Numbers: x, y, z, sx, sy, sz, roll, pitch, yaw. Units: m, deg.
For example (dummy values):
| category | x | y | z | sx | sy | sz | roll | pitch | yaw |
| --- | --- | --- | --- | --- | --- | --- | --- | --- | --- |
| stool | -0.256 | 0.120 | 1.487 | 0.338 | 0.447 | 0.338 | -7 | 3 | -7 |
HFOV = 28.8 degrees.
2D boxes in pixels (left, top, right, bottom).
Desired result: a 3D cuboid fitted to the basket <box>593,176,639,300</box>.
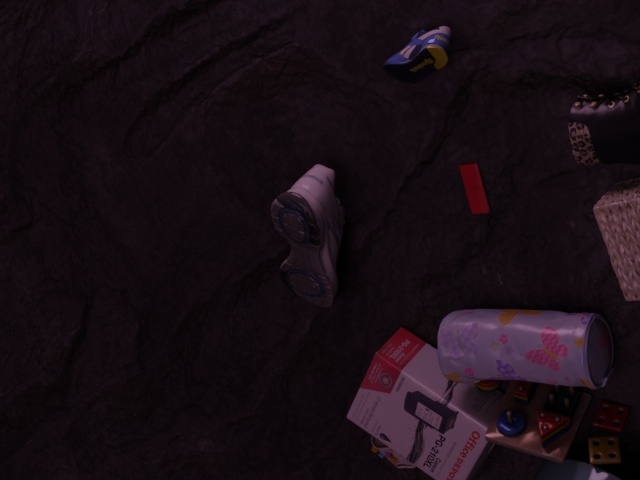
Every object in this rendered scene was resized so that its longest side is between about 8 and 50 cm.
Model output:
| category | x | y | z | sx | sy | sz | roll | pitch | yaw |
| --- | --- | --- | --- | --- | --- | --- | --- | --- | --- |
| basket | 0.467 | -0.004 | 1.750 | 0.103 | 0.113 | 0.167 | -12 | 107 | 40 |

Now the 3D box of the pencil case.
| category | x | y | z | sx | sy | sz | roll | pitch | yaw |
| --- | --- | --- | --- | --- | --- | --- | --- | --- | --- |
| pencil case | 0.317 | 0.171 | 1.948 | 0.273 | 0.113 | 0.124 | -3 | 99 | 34 |

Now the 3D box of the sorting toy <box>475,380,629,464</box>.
| category | x | y | z | sx | sy | sz | roll | pitch | yaw |
| --- | --- | --- | --- | --- | --- | --- | --- | --- | --- |
| sorting toy | 0.351 | 0.273 | 1.965 | 0.275 | 0.132 | 0.046 | 14 | 143 | 28 |

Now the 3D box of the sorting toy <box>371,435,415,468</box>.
| category | x | y | z | sx | sy | sz | roll | pitch | yaw |
| --- | --- | --- | --- | --- | --- | --- | --- | --- | --- |
| sorting toy | 0.138 | 0.385 | 2.249 | 0.083 | 0.045 | 0.075 | -11 | 127 | 38 |

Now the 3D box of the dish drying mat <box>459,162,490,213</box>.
| category | x | y | z | sx | sy | sz | roll | pitch | yaw |
| --- | --- | --- | --- | --- | --- | --- | --- | --- | --- |
| dish drying mat | 0.240 | -0.081 | 1.932 | 0.032 | 0.008 | 0.083 | -4 | 111 | 35 |

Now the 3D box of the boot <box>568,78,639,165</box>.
| category | x | y | z | sx | sy | sz | roll | pitch | yaw |
| --- | --- | --- | --- | --- | --- | --- | --- | --- | --- |
| boot | 0.421 | -0.201 | 1.692 | 0.179 | 0.085 | 0.236 | 4 | 116 | 36 |

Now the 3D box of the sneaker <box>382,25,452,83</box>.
| category | x | y | z | sx | sy | sz | roll | pitch | yaw |
| --- | --- | --- | --- | --- | --- | --- | --- | --- | --- |
| sneaker | 0.149 | -0.278 | 1.861 | 0.053 | 0.059 | 0.144 | 33 | 155 | -26 |

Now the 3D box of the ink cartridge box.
| category | x | y | z | sx | sy | sz | roll | pitch | yaw |
| --- | --- | --- | --- | --- | --- | --- | --- | --- | --- |
| ink cartridge box | 0.187 | 0.289 | 2.114 | 0.237 | 0.100 | 0.172 | 33 | 130 | 15 |

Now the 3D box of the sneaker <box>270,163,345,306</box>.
| category | x | y | z | sx | sy | sz | roll | pitch | yaw |
| --- | --- | --- | --- | --- | --- | --- | --- | --- | --- |
| sneaker | 0.000 | 0.000 | 2.081 | 0.111 | 0.129 | 0.297 | 24 | 144 | 20 |

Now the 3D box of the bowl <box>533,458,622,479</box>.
| category | x | y | z | sx | sy | sz | roll | pitch | yaw |
| --- | --- | --- | --- | --- | --- | --- | --- | --- | --- |
| bowl | 0.423 | 0.512 | 1.968 | 0.312 | 0.163 | 0.311 | 36 | 151 | 24 |
